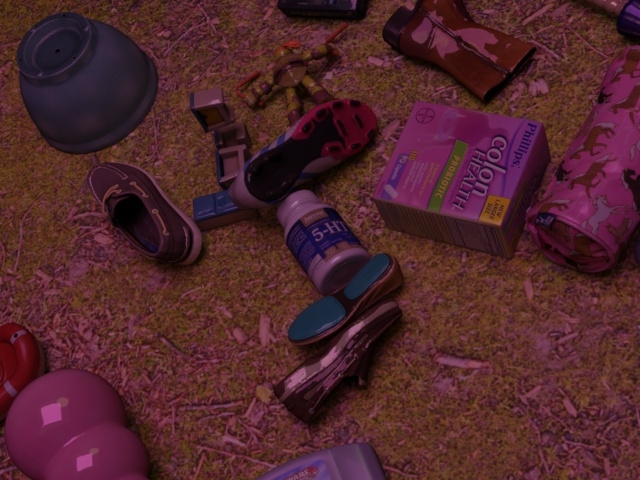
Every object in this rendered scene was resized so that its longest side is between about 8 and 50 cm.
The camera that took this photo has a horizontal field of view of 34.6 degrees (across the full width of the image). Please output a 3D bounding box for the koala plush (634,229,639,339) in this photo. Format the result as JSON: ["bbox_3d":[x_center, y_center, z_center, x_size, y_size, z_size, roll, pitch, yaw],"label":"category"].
[{"bbox_3d":[0.568,0.065,1.556,0.196,0.203,0.221,2,74,22],"label":"koala plush"}]

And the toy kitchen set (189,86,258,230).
[{"bbox_3d":[-0.211,-0.157,1.969,0.122,0.166,0.207,-15,57,11],"label":"toy kitchen set"}]

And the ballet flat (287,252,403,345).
[{"bbox_3d":[0.050,0.117,1.772,0.232,0.073,0.080,-38,44,4],"label":"ballet flat"}]

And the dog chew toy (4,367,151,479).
[{"bbox_3d":[-0.383,0.373,1.715,0.206,0.206,0.332,-40,64,-5],"label":"dog chew toy"}]

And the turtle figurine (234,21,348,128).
[{"bbox_3d":[-0.038,-0.328,2.052,0.269,0.087,0.217,-29,56,2],"label":"turtle figurine"}]

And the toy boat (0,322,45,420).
[{"bbox_3d":[-0.629,0.245,1.900,0.231,0.151,0.151,-41,56,-6],"label":"toy boat"}]

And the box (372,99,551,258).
[{"bbox_3d":[0.249,-0.111,1.803,0.243,0.117,0.213,15,68,26],"label":"box"}]

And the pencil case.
[{"bbox_3d":[0.489,-0.139,1.711,0.167,0.160,0.386,35,74,-8],"label":"pencil case"}]

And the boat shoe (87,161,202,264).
[{"bbox_3d":[-0.363,-0.061,1.995,0.324,0.097,0.116,40,110,32],"label":"boat shoe"}]

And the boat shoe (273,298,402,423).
[{"bbox_3d":[0.048,0.207,1.724,0.257,0.095,0.095,-39,79,-6],"label":"boat shoe"}]

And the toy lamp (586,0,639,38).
[{"bbox_3d":[0.522,-0.451,1.927,0.080,0.080,0.275,-44,54,-8],"label":"toy lamp"}]

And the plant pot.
[{"bbox_3d":[-0.520,-0.358,2.183,0.293,0.196,0.293,-9,59,16],"label":"plant pot"}]

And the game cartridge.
[{"bbox_3d":[-0.026,0.447,1.623,0.297,0.062,0.198,-27,60,4],"label":"game cartridge"}]

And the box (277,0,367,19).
[{"bbox_3d":[0.020,-0.585,2.157,0.183,0.059,0.232,7,84,25],"label":"box"}]

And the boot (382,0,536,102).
[{"bbox_3d":[0.296,-0.428,1.984,0.280,0.096,0.264,36,77,32],"label":"boot"}]

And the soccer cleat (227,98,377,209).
[{"bbox_3d":[-0.041,-0.164,1.931,0.331,0.143,0.116,-35,96,-30],"label":"soccer cleat"}]

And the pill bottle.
[{"bbox_3d":[0.000,0.000,1.834,0.112,0.112,0.186,-35,56,-2],"label":"pill bottle"}]
